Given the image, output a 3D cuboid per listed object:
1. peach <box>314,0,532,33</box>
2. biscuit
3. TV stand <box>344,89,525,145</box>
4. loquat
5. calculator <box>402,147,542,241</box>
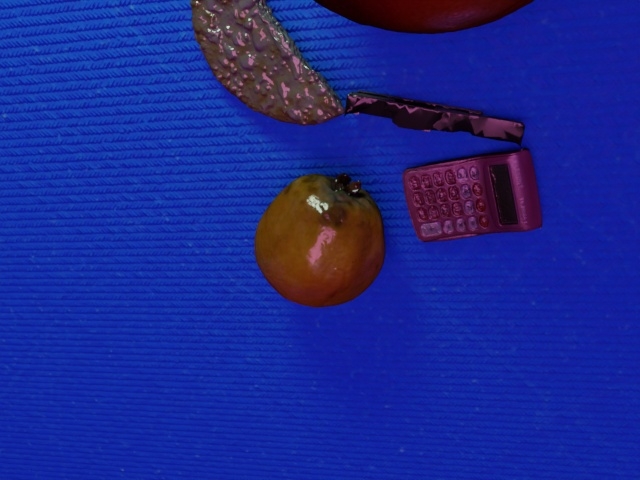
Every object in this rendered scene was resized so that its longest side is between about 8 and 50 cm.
[{"bbox_3d":[0.109,-0.392,0.735,0.388,0.388,0.388,6,116,11],"label":"peach"},{"bbox_3d":[-0.096,-0.264,1.017,0.141,0.038,0.290,-35,98,35],"label":"biscuit"},{"bbox_3d":[0.160,-0.172,1.002,0.249,0.042,0.036,11,115,8],"label":"TV stand"},{"bbox_3d":[0.000,0.000,1.057,0.187,0.176,0.234,22,123,-16],"label":"loquat"},{"bbox_3d":[0.221,-0.065,1.045,0.190,0.034,0.127,-7,114,23],"label":"calculator"}]
